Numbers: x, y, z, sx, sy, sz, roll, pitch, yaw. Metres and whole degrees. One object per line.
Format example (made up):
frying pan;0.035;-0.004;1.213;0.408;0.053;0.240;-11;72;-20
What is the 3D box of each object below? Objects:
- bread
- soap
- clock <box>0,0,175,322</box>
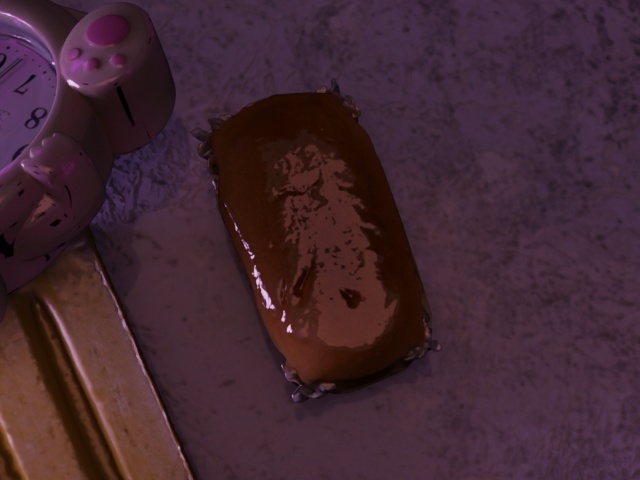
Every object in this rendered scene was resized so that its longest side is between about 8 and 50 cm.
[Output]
bread;0.000;0.000;1.571;0.136;0.107;0.241;-20;79;-1
soap;-0.221;0.146;1.550;0.199;0.091;0.315;-25;79;-5
clock;-0.291;-0.073;1.523;0.284;0.114;0.309;18;60;22
